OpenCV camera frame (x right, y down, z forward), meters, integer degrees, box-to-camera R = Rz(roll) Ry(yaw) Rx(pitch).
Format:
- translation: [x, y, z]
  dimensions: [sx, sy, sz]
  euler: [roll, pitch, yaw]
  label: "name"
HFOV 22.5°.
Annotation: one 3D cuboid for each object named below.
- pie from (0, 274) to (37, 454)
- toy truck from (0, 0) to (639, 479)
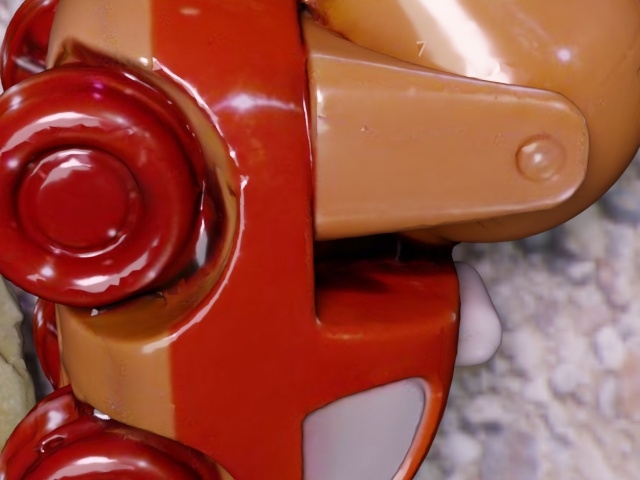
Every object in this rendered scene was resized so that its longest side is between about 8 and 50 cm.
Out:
- translation: [-0.240, 0.110, 0.715]
  dimensions: [0.306, 0.071, 0.306]
  euler: [1, 92, 23]
  label: "pie"
- translation: [0.000, 0.000, 0.589]
  dimensions: [0.239, 0.189, 0.265]
  euler: [-2, 113, -4]
  label: "toy truck"
